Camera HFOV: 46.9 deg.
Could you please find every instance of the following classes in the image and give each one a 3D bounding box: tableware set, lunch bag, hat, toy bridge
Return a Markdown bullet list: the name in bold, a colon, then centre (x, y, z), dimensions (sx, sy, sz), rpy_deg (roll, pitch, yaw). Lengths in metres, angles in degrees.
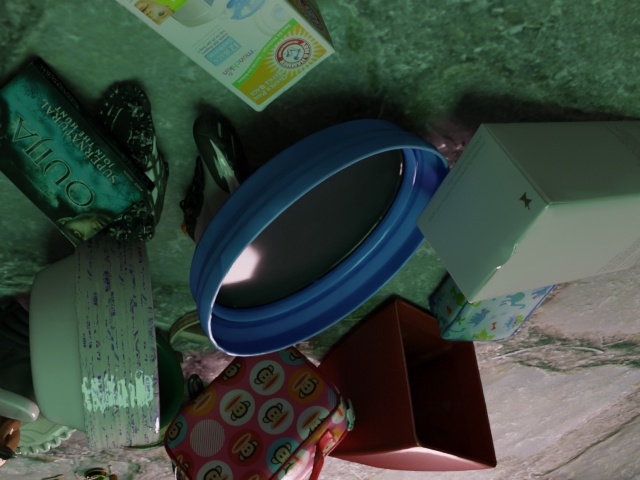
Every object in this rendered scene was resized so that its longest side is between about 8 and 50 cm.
- **tableware set**: centre (-0.516, 0.530, 1.592), dimensions (0.154, 0.024, 0.104), rpy_deg (-9, 142, -11)
- **lunch bag**: centre (0.310, 0.092, 1.309), dimensions (0.176, 0.090, 0.219), rpy_deg (2, 138, -22)
- **hat**: centre (-0.356, 0.236, 1.220), dimensions (0.183, 0.208, 0.173), rpy_deg (-28, -176, 39)
- **lunch bag**: centre (-0.094, 0.331, 1.259), dimensions (0.293, 0.258, 0.120), rpy_deg (-43, 144, -12)
- **toy bridge**: centre (-0.213, 0.152, 1.237), dimensions (0.063, 0.026, 0.188), rpy_deg (22, 129, -37)

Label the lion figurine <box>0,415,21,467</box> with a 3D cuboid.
- **lion figurine**: centre (-0.568, 0.339, 1.108), dimensions (0.392, 0.142, 0.240), rpy_deg (-20, -177, 10)

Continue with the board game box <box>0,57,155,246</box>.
- **board game box**: centre (-0.296, -0.094, 0.835), dimensions (0.126, 0.026, 0.186), rpy_deg (-33, 110, 19)

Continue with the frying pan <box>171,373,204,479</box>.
- **frying pan**: centre (-0.240, 0.367, 1.395), dimensions (0.197, 0.053, 0.326), rpy_deg (-56, 151, -13)

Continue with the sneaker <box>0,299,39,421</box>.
- **sneaker**: centre (-0.512, 0.150, 1.072), dimensions (0.296, 0.147, 0.104), rpy_deg (16, 146, 8)

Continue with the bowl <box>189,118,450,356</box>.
- **bowl**: centre (0.000, 0.000, 0.991), dimensions (0.391, 0.077, 0.391), rpy_deg (-31, 153, -18)

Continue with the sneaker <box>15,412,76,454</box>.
- **sneaker**: centre (-0.526, 0.301, 1.247), dimensions (0.292, 0.110, 0.118), rpy_deg (-21, 132, 7)

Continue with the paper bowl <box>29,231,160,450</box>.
- **paper bowl**: centre (-0.296, 0.130, 0.971), dimensions (0.148, 0.284, 0.284), rpy_deg (-4, 140, -14)

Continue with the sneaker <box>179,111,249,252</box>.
- **sneaker**: centre (-0.137, -0.049, 0.963), dimensions (0.108, 0.100, 0.271), rpy_deg (-8, 142, -3)

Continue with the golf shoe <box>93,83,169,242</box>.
- **golf shoe**: centre (-0.227, -0.098, 0.897), dimensions (0.077, 0.094, 0.198), rpy_deg (9, 116, 4)

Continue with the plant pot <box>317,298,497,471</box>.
- **plant pot**: centre (0.143, 0.303, 1.392), dimensions (0.236, 0.267, 0.267), rpy_deg (-27, 143, 33)

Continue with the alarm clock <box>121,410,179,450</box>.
- **alarm clock**: centre (-0.322, 0.332, 1.388), dimensions (0.129, 0.064, 0.192), rpy_deg (9, 137, -29)

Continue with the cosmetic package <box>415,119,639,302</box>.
- **cosmetic package**: centre (0.343, -0.049, 1.035), dimensions (0.365, 0.155, 0.197), rpy_deg (-5, 142, -35)

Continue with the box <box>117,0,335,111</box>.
- **box**: centre (-0.094, -0.241, 0.735), dimensions (0.114, 0.103, 0.203), rpy_deg (-34, 139, 21)
